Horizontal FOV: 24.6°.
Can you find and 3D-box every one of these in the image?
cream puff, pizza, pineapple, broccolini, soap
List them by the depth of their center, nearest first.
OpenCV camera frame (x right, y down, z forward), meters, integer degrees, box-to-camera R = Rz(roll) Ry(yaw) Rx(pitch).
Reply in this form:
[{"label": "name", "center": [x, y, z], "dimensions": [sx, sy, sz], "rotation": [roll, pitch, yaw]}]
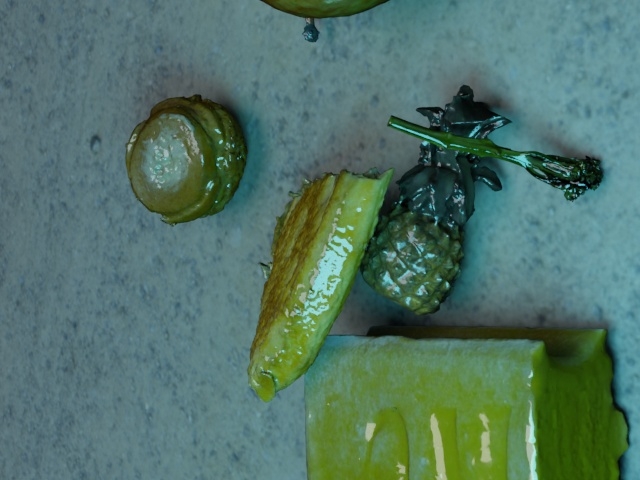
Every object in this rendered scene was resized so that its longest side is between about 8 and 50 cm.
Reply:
[{"label": "broccolini", "center": [0.172, -0.092, 1.447], "dimensions": [0.218, 0.044, 0.042], "rotation": [21, 122, 7]}, {"label": "soap", "center": [0.146, 0.235, 1.504], "dimensions": [0.335, 0.156, 0.293], "rotation": [0, 94, 46]}, {"label": "pineapple", "center": [0.121, -0.047, 1.528], "dimensions": [0.119, 0.111, 0.237], "rotation": [29, 109, 20]}, {"label": "pizza", "center": [0.000, 0.000, 1.599], "dimensions": [0.288, 0.075, 0.280], "rotation": [-94, 29, -64]}, {"label": "cream puff", "center": [-0.157, -0.101, 1.784], "dimensions": [0.165, 0.115, 0.150], "rotation": [-16, 91, 35]}]

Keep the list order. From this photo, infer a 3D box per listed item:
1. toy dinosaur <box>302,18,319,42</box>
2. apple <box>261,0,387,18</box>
[{"label": "toy dinosaur", "center": [-0.030, -0.295, 1.680], "dimensions": [0.055, 0.049, 0.154], "rotation": [-34, 66, 39]}, {"label": "apple", "center": [-0.012, -0.377, 1.506], "dimensions": [0.250, 0.277, 0.309], "rotation": [130, 134, -60]}]
